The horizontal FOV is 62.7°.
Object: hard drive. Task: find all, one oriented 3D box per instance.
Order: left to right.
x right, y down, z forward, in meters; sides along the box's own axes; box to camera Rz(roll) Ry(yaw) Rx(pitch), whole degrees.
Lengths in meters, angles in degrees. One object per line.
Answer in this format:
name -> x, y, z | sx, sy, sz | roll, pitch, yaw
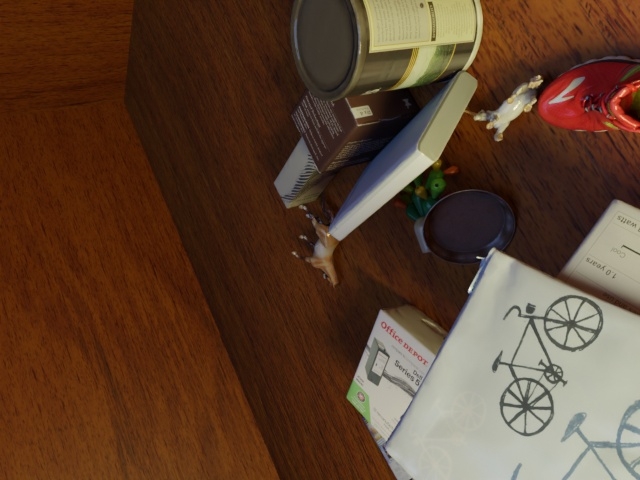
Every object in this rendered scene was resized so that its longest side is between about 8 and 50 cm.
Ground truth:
hard drive -> 0.150, -0.154, 1.041 | 0.047, 0.233, 0.353 | 37, 148, -7

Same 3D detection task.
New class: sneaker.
sneaker -> 0.403, -0.190, 0.695 | 0.279, 0.118, 0.107 | 17, 119, 55

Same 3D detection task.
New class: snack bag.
snack bag -> 0.253, 0.212, 0.584 | 0.342, 0.037, 0.323 | 31, 96, 44

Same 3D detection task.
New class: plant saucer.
plant saucer -> 0.276, -0.029, 0.988 | 0.029, 0.169, 0.168 | -82, 0, -54

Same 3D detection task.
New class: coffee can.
coffee can -> 0.115, -0.365, 0.922 | 0.201, 0.275, 0.201 | 35, 134, 47

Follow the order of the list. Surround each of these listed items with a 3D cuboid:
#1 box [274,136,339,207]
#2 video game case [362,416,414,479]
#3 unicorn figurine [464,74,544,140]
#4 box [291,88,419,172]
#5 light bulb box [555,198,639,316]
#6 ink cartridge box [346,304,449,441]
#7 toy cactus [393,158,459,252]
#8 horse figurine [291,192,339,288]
box -> -0.022, -0.197, 1.404 | 0.094, 0.113, 0.275 | 63, 150, 13
video game case -> 0.242, 0.528, 1.396 | 0.244, 0.061, 0.269 | 57, 146, 23
unicorn figurine -> 0.308, -0.217, 0.878 | 0.162, 0.111, 0.060 | -27, 107, 39
box -> 0.069, -0.278, 1.150 | 0.167, 0.168, 0.203 | 66, 149, 12
light bulb box -> 0.420, 0.206, 0.616 | 0.358, 0.225, 0.361 | 42, 105, 42
ink cartridge box -> 0.197, 0.318, 1.240 | 0.198, 0.115, 0.272 | 38, 120, 43
toy cactus -> 0.217, -0.067, 1.075 | 0.219, 0.112, 0.180 | 167, 94, -69
horse figurine -> 0.000, 0.000, 1.507 | 0.174, 0.066, 0.263 | 37, 131, 31
